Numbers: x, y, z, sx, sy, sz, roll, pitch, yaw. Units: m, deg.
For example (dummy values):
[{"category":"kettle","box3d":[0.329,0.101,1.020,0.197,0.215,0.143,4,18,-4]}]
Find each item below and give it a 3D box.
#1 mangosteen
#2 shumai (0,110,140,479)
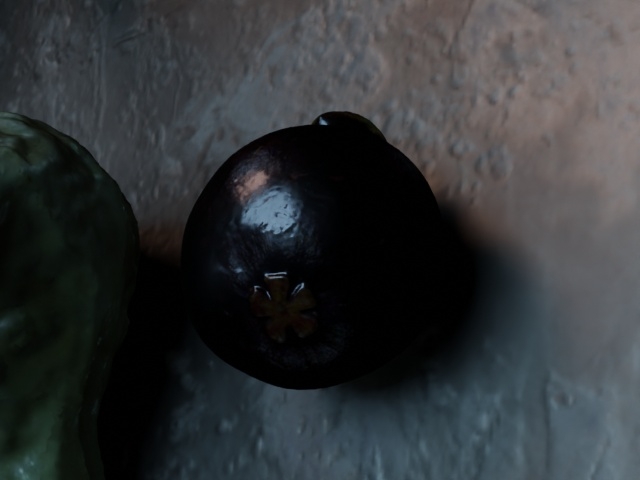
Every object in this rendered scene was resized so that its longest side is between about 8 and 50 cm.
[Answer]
[{"category":"mangosteen","box3d":[0.000,0.000,0.730,0.137,0.137,0.151,-34,18,27]},{"category":"shumai","box3d":[-0.186,0.061,0.793,0.225,0.260,0.222,-27,54,-9]}]
